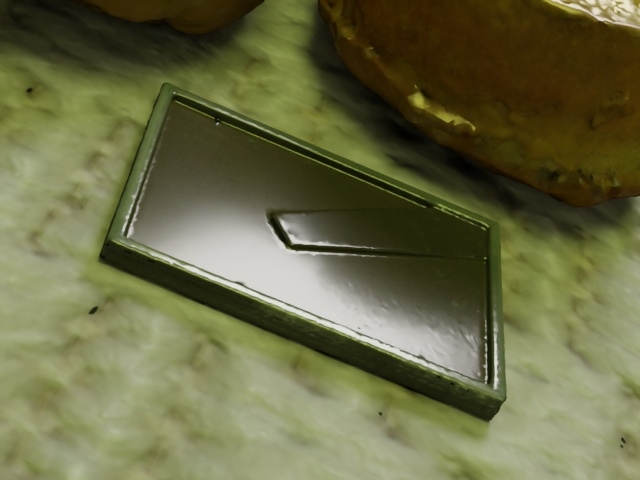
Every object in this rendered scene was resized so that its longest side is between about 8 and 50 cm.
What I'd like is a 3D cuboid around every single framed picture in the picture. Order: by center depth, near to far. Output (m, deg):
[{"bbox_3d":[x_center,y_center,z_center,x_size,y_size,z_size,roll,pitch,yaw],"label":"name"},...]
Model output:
[{"bbox_3d":[0.000,0.000,0.688,0.203,0.015,0.150,22,35,-11],"label":"framed picture"}]

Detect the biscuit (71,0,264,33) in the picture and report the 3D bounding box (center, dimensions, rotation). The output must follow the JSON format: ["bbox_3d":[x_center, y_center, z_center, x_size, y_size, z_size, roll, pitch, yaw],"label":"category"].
[{"bbox_3d":[-0.135,-0.239,0.764,0.296,0.102,0.296,43,27,-28],"label":"biscuit"}]

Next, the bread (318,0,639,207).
[{"bbox_3d":[0.119,-0.143,0.845,0.269,0.145,0.268,17,37,-13],"label":"bread"}]
